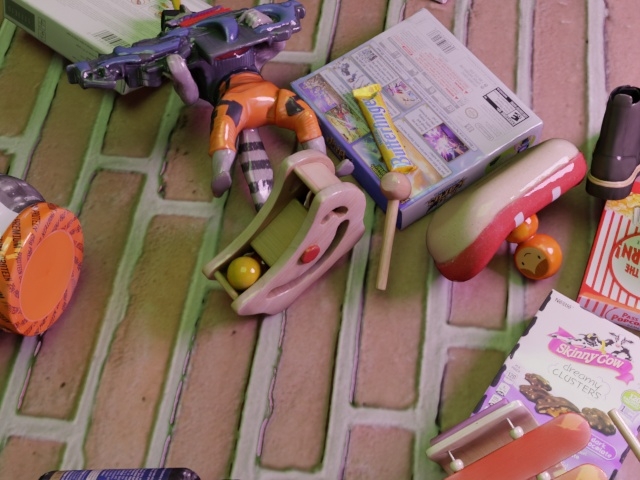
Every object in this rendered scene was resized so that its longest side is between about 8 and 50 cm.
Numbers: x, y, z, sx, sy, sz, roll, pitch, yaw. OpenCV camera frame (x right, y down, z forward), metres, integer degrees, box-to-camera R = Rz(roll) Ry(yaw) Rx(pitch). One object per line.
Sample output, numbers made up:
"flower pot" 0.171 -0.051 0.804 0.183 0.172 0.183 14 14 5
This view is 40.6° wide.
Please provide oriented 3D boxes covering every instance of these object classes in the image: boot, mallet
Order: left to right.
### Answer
"mallet" -0.215 -0.369 1.345 0.062 0.039 0.189 6 37 -13
"boot" 0.397 -0.152 1.116 0.077 0.137 0.198 10 31 16

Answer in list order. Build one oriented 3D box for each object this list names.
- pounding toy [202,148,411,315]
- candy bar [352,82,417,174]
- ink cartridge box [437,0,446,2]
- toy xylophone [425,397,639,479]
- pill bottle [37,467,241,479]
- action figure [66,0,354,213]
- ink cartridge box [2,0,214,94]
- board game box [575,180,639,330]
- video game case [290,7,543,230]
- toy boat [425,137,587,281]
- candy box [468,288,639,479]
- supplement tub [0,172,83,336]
"pounding toy" 0.000 0.000 1.051 0.269 0.154 0.155 -43 65 1
"candy bar" 0.087 -0.148 1.167 0.040 0.018 0.161 -17 60 -5
"ink cartridge box" 0.153 -0.498 1.418 0.225 0.056 0.181 29 66 17
"toy xylophone" 0.255 0.303 0.875 0.236 0.081 0.322 -39 72 7
"pill bottle" -0.193 0.307 0.931 0.219 0.122 0.122 -2 60 3
"action figure" -0.156 -0.187 1.175 0.341 0.178 0.330 -16 60 -19
"ink cartridge box" -0.315 -0.349 1.359 0.275 0.060 0.239 34 42 21
"board game box" 0.420 0.023 1.101 0.147 0.045 0.193 17 62 14
"video game case" 0.131 -0.179 1.227 0.244 0.061 0.269 -31 63 -14
"toy boat" 0.251 -0.016 1.099 0.231 0.151 0.151 -34 93 -15
"candy box" 0.289 0.181 1.003 0.165 0.070 0.196 30 67 19
"supplement tub" -0.487 -0.002 1.081 0.338 0.207 0.207 14 62 12
